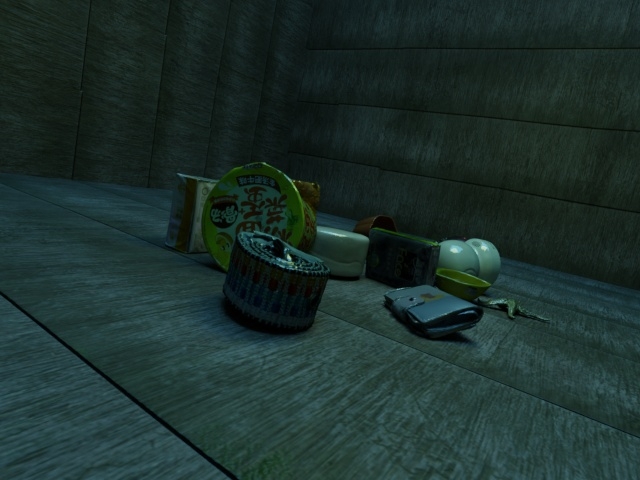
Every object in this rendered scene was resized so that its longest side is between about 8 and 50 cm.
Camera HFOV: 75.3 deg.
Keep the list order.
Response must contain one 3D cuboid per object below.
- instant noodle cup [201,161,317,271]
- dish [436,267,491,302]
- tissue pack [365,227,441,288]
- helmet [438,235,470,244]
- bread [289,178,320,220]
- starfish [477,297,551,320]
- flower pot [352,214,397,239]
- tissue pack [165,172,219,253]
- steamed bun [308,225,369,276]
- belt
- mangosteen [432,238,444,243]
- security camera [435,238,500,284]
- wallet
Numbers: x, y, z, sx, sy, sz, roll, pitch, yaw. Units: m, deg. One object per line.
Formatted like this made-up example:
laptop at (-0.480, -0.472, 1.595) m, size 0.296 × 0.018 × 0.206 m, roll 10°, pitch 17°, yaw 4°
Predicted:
instant noodle cup at (-0.152, -0.045, 1.188) m, size 0.311 × 0.311 × 0.221 m, roll 14°, pitch -1°, yaw 18°
dish at (0.441, 0.151, 1.337) m, size 0.207 × 0.080 × 0.149 m, roll 13°, pitch 12°, yaw 0°
tissue pack at (0.258, 0.066, 1.337) m, size 0.235 × 0.174 × 0.073 m, roll 19°, pitch 18°, yaw 41°
helmet at (0.573, 0.079, 1.726) m, size 0.216 × 0.193 × 0.189 m, roll 42°, pitch 11°, yaw 5°
bread at (-0.173, -0.094, 1.485) m, size 0.279 × 0.279 × 0.207 m, roll 0°, pitch 12°, yaw -42°
starfish at (0.611, 0.211, 1.311) m, size 0.216 × 0.050 × 0.223 m, roll 22°, pitch 16°, yaw 19°
flower pot at (0.259, -0.036, 2.070) m, size 0.190 × 0.191 × 0.173 m, roll 6°, pitch 0°, yaw -35°
tissue pack at (-0.373, -0.084, 1.310) m, size 0.124 × 0.225 × 0.185 m, roll 16°, pitch 9°, yaw 32°
steamed bun at (0.039, 0.034, 1.335) m, size 0.241 × 0.146 × 0.164 m, roll 11°, pitch 5°, yaw -18°
belt at (-0.090, 0.077, 0.862) m, size 0.207 × 0.150 × 0.257 m, roll 18°, pitch 7°, yaw -18°
mangosteen at (0.556, 0.057, 1.942) m, size 0.140 × 0.140 × 0.140 m, roll 11°, pitch 8°, yaw -2°
security camera at (0.502, 0.085, 1.506) m, size 0.236 × 0.195 × 0.194 m, roll 1°, pitch 11°, yaw -24°
wallet at (0.261, 0.168, 1.011) m, size 0.170 × 0.069 × 0.231 m, roll -9°, pitch 9°, yaw -13°
